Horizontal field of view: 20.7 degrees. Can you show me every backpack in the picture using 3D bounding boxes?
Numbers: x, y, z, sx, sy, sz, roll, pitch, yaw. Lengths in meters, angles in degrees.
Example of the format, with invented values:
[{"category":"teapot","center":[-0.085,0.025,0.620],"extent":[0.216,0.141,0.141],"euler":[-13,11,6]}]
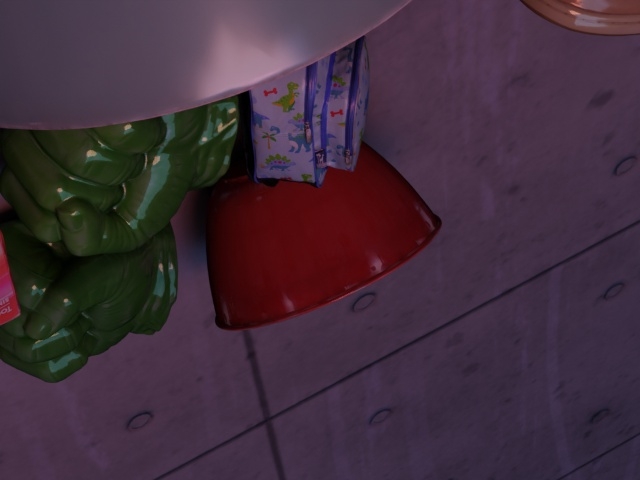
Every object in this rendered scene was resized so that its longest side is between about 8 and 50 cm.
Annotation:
[{"category":"backpack","center":[-0.009,-0.105,1.175],"extent":[0.084,0.105,0.114],"euler":[1,139,7]}]

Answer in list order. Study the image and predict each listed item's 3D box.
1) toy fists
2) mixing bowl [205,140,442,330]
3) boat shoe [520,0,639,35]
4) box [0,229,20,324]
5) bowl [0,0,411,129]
[{"category":"toy fists","center":[-0.153,-0.011,1.183],"extent":[0.142,0.096,0.279],"euler":[-11,143,-32]},{"category":"mixing bowl","center":[-0.015,-0.019,1.265],"extent":[0.181,0.098,0.181],"euler":[-24,-168,5]},{"category":"boat shoe","center":[0.273,-0.248,1.247],"extent":[0.341,0.121,0.110],"euler":[-28,146,-31]},{"category":"box","center":[-0.341,0.012,0.983],"extent":[0.300,0.154,0.142],"euler":[-25,149,-17]},{"category":"bowl","center":[-0.090,-0.207,0.818],"extent":[0.311,0.311,0.163],"euler":[-26,129,-13]}]
